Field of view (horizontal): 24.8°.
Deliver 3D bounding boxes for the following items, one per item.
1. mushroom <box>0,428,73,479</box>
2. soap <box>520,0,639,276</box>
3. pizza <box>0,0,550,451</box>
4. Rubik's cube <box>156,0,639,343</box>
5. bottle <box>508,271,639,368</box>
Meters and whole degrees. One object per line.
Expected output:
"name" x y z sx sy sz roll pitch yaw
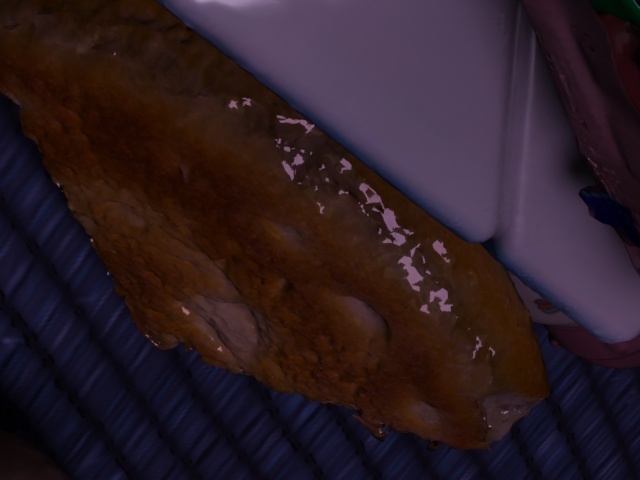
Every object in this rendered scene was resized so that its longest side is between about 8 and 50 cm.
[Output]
"mushroom" -0.181 0.190 0.759 0.209 0.206 0.206 -13 128 -43
"soap" 0.197 -0.082 0.403 0.273 0.098 0.218 -33 128 -2
"pizza" -0.035 -0.011 0.713 0.335 0.226 0.086 38 57 -10
"Rubik's cube" 0.053 -0.216 0.514 0.322 0.316 0.319 34 103 -37
"bottle" 0.126 -0.023 0.791 0.120 0.120 0.253 -41 128 5
